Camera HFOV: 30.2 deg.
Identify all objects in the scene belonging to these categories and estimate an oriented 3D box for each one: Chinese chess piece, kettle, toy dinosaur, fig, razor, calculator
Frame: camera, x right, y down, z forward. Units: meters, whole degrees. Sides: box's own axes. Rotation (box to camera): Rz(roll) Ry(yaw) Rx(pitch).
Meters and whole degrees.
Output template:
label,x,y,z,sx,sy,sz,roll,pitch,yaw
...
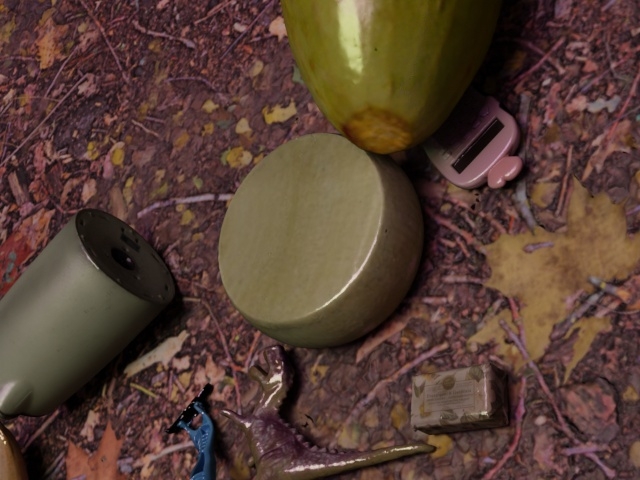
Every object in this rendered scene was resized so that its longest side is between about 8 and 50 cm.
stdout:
label,x,y,z,sx,sy,sz,roll,pitch,yaw
Chinese chess piece,0.000,0.000,1.360,0.250,0.101,0.250,-16,62,32
kettle,-0.328,0.091,1.560,0.255,0.165,0.240,-47,20,18
toy dinosaur,-0.027,0.234,1.307,0.199,0.072,0.251,-53,40,-3
fig,0.072,-0.253,1.312,0.258,0.258,0.326,-6,71,36
razor,-0.136,0.250,1.347,0.082,0.042,0.253,-50,18,9
calculator,0.170,-0.113,1.329,0.103,0.024,0.166,-47,48,12

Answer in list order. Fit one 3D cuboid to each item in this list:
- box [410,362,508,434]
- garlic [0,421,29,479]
label,x,y,z,sx,sy,sz,roll,pitch,yaw
box,0.142,0.164,1.217,0.098,0.045,0.062,-17,61,33
garlic,-0.457,0.342,1.533,0.145,0.164,0.245,6,69,57
